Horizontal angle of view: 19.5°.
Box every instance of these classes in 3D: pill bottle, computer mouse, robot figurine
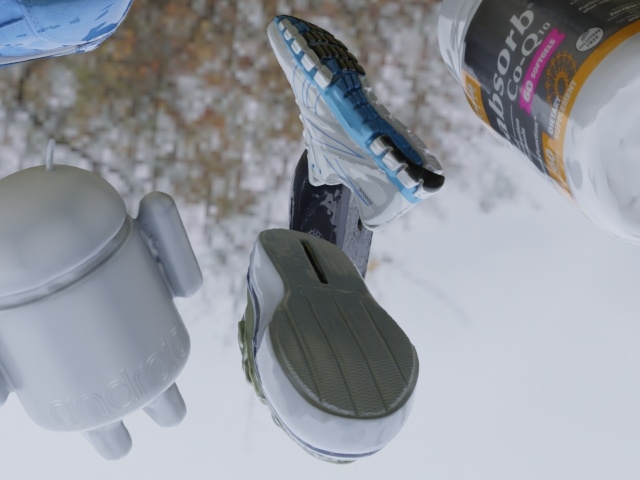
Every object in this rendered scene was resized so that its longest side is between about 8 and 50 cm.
[{"bbox_3d":[0.195,-0.118,1.329,0.162,0.162,0.278,1,-157,-21],"label":"pill bottle"},{"bbox_3d":[0.000,0.000,1.786,0.072,0.272,0.188,12,-178,19],"label":"computer mouse"},{"bbox_3d":[-0.270,0.065,2.015,0.300,0.353,0.200,-33,-153,-18],"label":"robot figurine"}]

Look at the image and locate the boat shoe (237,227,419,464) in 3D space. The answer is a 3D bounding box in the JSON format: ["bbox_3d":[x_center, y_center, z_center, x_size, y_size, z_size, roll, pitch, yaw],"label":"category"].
[{"bbox_3d":[-0.002,0.086,1.290,0.109,0.094,0.302,11,-161,-10],"label":"boat shoe"}]

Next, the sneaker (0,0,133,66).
[{"bbox_3d":[-0.166,-0.084,0.659,0.209,0.082,0.069,-6,-120,-23],"label":"sneaker"}]

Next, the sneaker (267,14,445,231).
[{"bbox_3d":[0.007,-0.087,1.410,0.071,0.083,0.190,-5,-125,-55],"label":"sneaker"}]
